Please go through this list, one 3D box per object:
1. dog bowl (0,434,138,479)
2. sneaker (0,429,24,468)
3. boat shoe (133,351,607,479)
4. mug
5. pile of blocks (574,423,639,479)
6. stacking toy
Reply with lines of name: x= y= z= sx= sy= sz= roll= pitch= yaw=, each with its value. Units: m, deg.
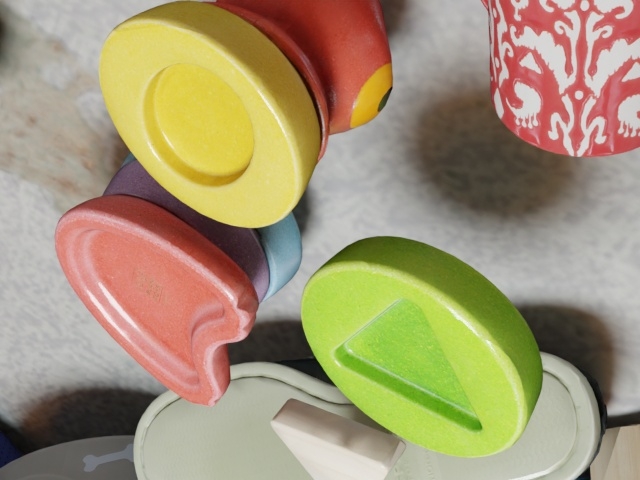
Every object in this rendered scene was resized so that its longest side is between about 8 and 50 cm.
dog bowl: x=-0.150 y=0.288 z=0.994 sx=0.348 sy=0.102 sz=0.349 roll=-1 pitch=134 yaw=-1
sneaker: x=-0.360 y=0.123 z=0.982 sx=0.315 sy=0.127 sz=0.182 roll=43 pitch=137 yaw=-15
boat shoe: x=0.034 y=0.133 z=0.827 sx=0.340 sy=0.127 sz=0.113 roll=-16 pitch=168 yaw=26
mug: x=0.118 y=-0.141 z=0.544 sx=0.113 sy=0.150 sz=0.169 roll=-17 pitch=137 yaw=-9
pile of blocks: x=0.208 y=0.212 z=0.835 sx=0.362 sy=0.149 sz=0.112 roll=-14 pitch=157 yaw=42
stacking toy: x=0.000 y=0.000 z=0.690 sx=0.279 sy=0.130 sz=0.309 roll=41 pitch=146 yaw=0
